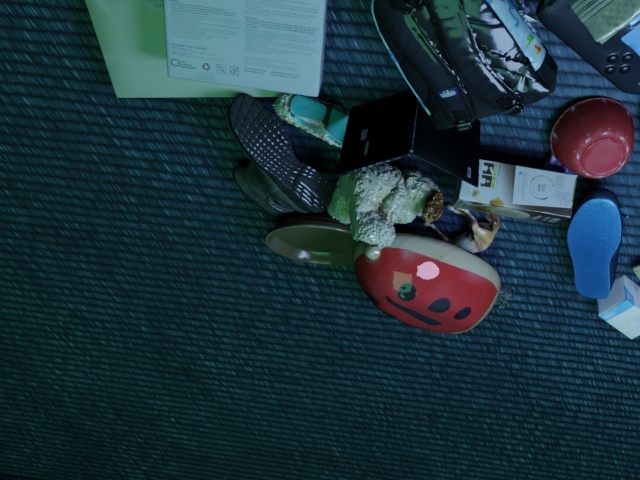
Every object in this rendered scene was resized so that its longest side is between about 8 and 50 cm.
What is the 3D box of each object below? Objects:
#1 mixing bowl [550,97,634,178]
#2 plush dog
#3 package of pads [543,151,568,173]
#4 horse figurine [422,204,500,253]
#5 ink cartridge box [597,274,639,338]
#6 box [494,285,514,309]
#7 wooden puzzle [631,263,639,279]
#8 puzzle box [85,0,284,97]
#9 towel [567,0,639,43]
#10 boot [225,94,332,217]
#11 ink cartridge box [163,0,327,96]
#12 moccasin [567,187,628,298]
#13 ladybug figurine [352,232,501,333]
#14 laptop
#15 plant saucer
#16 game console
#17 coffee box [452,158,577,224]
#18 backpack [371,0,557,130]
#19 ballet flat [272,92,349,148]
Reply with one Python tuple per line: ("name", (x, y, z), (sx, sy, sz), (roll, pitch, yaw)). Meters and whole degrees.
("mixing bowl", (0.588, -0.200, 1.902), (0.181, 0.098, 0.181), (-1, 126, -1))
("plush dog", (0.162, -0.109, 2.039), (0.225, 0.262, 0.211), (2, 108, -21))
("package of pads", (0.536, -0.183, 2.002), (0.050, 0.032, 0.083), (15, 135, -2))
("horse figurine", (0.345, -0.011, 2.189), (0.174, 0.066, 0.263), (35, 131, -20))
("ink cartridge box", (0.778, 0.173, 2.256), (0.143, 0.092, 0.090), (34, 132, -20))
("box", (0.456, 0.144, 2.350), (0.083, 0.018, 0.067), (16, 135, -4))
("wooden puzzle", (0.908, 0.088, 2.186), (0.221, 0.044, 0.238), (-24, 129, 31))
("puzzle box", (-0.275, -0.430, 1.923), (0.409, 0.052, 0.272), (2, 134, 10))
("towel", (0.510, -0.551, 1.522), (0.324, 0.056, 0.312), (-39, 80, 34))
("boot", (-0.146, -0.175, 2.076), (0.222, 0.118, 0.338), (-4, 130, 53))
("ink cartridge box", (-0.148, -0.456, 1.786), (0.324, 0.071, 0.330), (9, 132, 4))
("moccasin", (0.637, -0.007, 2.101), (0.137, 0.117, 0.342), (12, 141, 18))
("ladybug figurine", (0.253, 0.112, 2.170), (0.449, 0.162, 0.305), (25, 153, -38))
("laptop", (0.192, -0.202, 1.916), (0.264, 0.234, 0.136), (-15, 128, 24))
("plant saucer", (0.000, 0.000, 2.228), (0.277, 0.041, 0.278), (5, 159, 2))
("game console", (0.645, -0.446, 1.645), (0.342, 0.060, 0.386), (25, 135, -34))
("coffee box", (0.431, -0.109, 2.010), (0.246, 0.098, 0.141), (10, 175, 4))
("backpack", (0.249, -0.415, 1.705), (0.290, 0.273, 0.355), (-16, 143, 41))
("ballet flat", (-0.007, -0.271, 1.991), (0.241, 0.091, 0.077), (25, 170, -40))
